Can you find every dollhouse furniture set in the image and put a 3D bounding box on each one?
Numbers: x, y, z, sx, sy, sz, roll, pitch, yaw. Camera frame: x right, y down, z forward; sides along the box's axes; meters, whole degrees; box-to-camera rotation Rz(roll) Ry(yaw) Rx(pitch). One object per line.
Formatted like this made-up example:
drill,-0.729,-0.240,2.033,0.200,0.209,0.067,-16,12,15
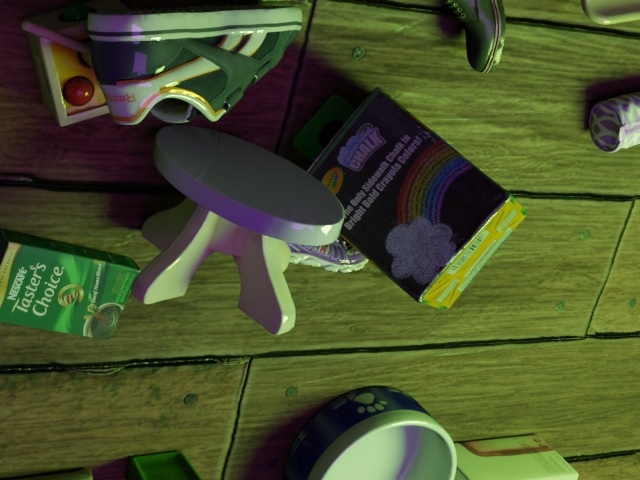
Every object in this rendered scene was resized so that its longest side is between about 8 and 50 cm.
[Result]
dollhouse furniture set,-0.313,0.430,1.623,0.301,0.151,0.197,-2,118,-29

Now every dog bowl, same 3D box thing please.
dog bowl,0.079,0.367,1.849,0.265,0.104,0.265,-14,123,-23

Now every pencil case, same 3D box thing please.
pencil case,0.514,-0.190,1.792,0.206,0.088,0.086,-16,122,-21

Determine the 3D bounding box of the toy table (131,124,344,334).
toy table,-0.109,-0.014,1.413,0.252,0.274,0.161,-3,122,-40

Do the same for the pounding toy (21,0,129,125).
pounding toy,-0.270,-0.209,1.309,0.130,0.100,0.141,-20,125,-20

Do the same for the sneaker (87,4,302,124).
sneaker,-0.137,-0.204,1.320,0.321,0.126,0.127,-19,113,-51

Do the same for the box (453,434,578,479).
box,0.300,0.434,2.005,0.232,0.127,0.148,1,116,-31

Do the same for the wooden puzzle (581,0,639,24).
wooden puzzle,0.497,-0.495,1.617,0.322,0.080,0.348,-13,118,-24

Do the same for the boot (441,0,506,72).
boot,0.167,-0.313,1.534,0.137,0.077,0.198,-12,109,-19

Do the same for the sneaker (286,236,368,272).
sneaker,0.000,0.000,1.615,0.170,0.068,0.071,10,105,-34

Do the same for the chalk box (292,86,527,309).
chalk box,0.097,-0.069,1.528,0.180,0.289,0.179,-50,162,6

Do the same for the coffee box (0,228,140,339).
coffee box,-0.332,0.059,1.467,0.184,0.040,0.113,16,108,-36
